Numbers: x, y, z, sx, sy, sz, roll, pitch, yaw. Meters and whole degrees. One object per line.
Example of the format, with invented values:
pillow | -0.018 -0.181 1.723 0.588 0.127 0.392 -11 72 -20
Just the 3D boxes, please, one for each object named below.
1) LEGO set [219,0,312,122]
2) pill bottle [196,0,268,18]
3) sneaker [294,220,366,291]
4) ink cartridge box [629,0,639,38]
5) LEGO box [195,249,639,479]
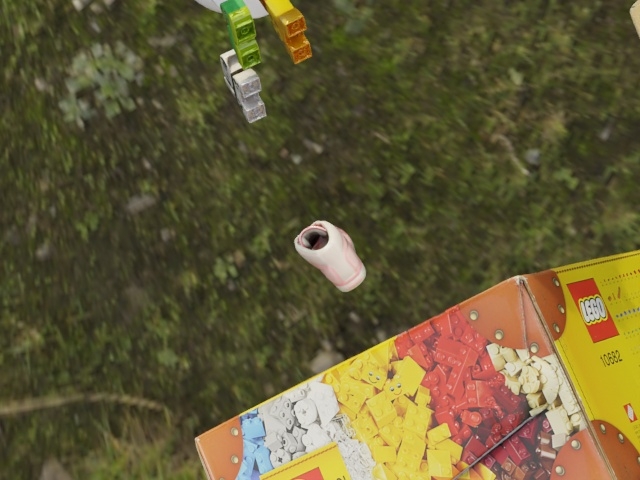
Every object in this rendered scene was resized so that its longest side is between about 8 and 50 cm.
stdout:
LEGO set | -0.064 -0.225 1.411 0.087 0.093 0.227 -26 146 -11
pill bottle | -0.097 -0.304 1.578 0.124 0.221 0.124 -7 118 -13
sneaker | 0.000 0.000 1.631 0.051 0.134 0.070 -42 118 1
ink cartridge box | 0.314 -0.074 1.057 0.088 0.235 0.193 -35 112 19
LEGO box | 0.194 0.165 1.470 0.372 0.500 0.193 -29 78 32
